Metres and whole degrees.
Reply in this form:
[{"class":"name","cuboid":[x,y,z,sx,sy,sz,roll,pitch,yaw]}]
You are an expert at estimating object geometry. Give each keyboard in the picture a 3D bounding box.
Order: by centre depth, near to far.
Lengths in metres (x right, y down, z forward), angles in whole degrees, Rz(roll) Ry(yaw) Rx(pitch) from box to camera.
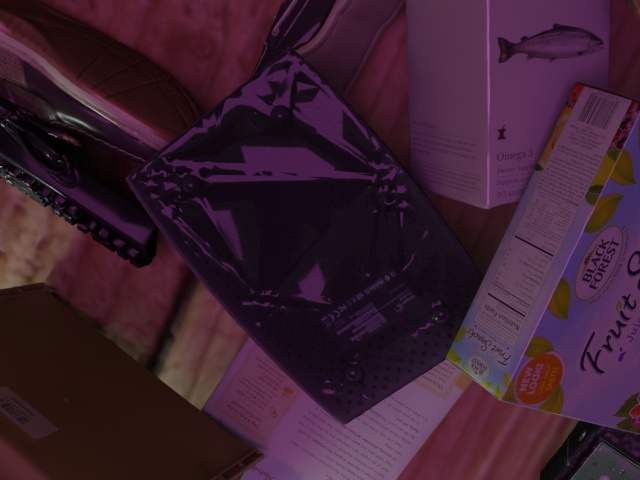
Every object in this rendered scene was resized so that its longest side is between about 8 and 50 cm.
[{"class":"keyboard","cuboid":[-0.262,-0.082,0.747,0.317,0.201,0.033,32,70,0]}]

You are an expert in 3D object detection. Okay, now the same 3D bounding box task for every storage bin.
[{"class":"storage bin","cuboid":[-0.217,0.166,0.736,0.262,0.260,0.123,36,105,14]}]

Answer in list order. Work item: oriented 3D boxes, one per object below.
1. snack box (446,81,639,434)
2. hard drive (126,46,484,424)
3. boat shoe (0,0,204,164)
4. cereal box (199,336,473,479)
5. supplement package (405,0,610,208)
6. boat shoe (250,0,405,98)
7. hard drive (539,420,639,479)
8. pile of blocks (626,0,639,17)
[{"class":"snack box","cuboid":[0.206,0.021,0.662,0.175,0.070,0.207,19,99,-33]},{"class":"hard drive","cuboid":[0.000,0.000,0.717,0.172,0.054,0.254,-36,105,15]},{"class":"boat shoe","cuboid":[-0.222,-0.127,0.770,0.285,0.103,0.092,30,117,1]},{"class":"cereal box","cuboid":[0.013,0.125,0.818,0.173,0.047,0.240,34,109,1]},{"class":"supplement package","cuboid":[0.130,-0.124,0.680,0.105,0.105,0.179,-10,106,-23]},{"class":"boat shoe","cuboid":[-0.003,-0.160,0.748,0.206,0.075,0.065,-50,49,23]},{"class":"hard drive","cuboid":[0.360,0.135,0.741,0.237,0.064,0.338,33,107,5]},{"class":"pile of blocks","cuboid":[0.270,-0.132,0.623,0.149,0.112,0.362,-14,73,5]}]
